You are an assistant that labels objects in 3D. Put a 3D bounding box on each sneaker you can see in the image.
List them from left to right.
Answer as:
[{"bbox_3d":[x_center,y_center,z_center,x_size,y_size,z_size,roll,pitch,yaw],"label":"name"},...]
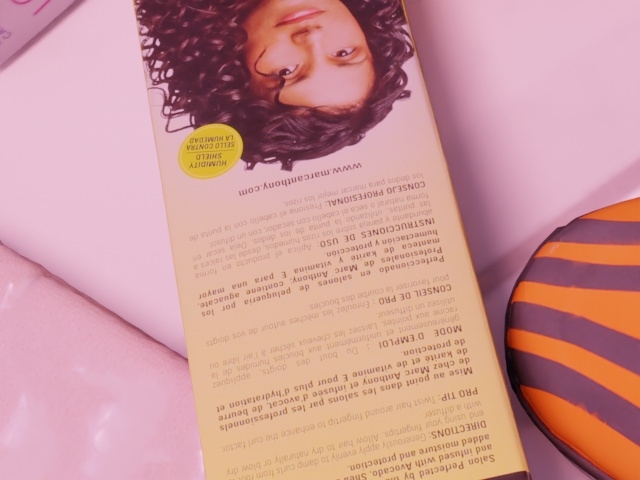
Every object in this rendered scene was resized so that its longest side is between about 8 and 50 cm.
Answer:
[{"bbox_3d":[0.177,0.027,0.438,0.321,0.180,0.125,10,78,26],"label":"sneaker"}]

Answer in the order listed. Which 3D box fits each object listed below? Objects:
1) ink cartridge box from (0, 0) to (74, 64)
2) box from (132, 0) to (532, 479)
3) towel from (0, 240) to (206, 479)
[{"bbox_3d":[-0.214,-0.213,0.687,0.065,0.186,0.311,-37,62,12],"label":"ink cartridge box"},{"bbox_3d":[0.000,0.000,0.559,0.087,0.058,0.232,-15,55,2],"label":"box"},{"bbox_3d":[-0.124,0.176,0.601,0.317,0.053,0.332,28,87,28],"label":"towel"}]
